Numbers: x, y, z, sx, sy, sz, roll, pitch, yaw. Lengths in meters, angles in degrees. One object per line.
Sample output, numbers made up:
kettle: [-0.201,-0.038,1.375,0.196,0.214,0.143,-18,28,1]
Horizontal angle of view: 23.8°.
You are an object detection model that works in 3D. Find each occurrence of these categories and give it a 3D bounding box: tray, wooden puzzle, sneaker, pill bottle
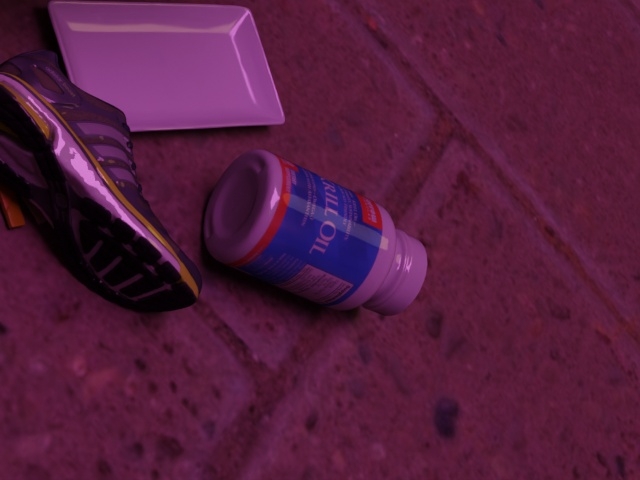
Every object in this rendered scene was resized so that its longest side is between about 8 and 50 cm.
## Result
tray: [-0.161,-0.178,1.589,0.270,0.030,0.145,-7,73,-44]
wooden puzzle: [-0.266,-0.058,1.445,0.116,0.014,0.078,-28,94,-46]
sneaker: [-0.204,-0.058,1.422,0.300,0.111,0.121,53,42,-21]
pill bottle: [0.000,0.000,1.578,0.221,0.124,0.124,23,55,-33]
